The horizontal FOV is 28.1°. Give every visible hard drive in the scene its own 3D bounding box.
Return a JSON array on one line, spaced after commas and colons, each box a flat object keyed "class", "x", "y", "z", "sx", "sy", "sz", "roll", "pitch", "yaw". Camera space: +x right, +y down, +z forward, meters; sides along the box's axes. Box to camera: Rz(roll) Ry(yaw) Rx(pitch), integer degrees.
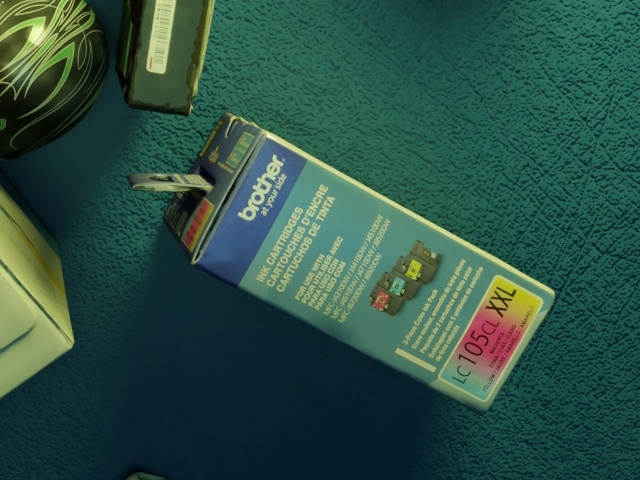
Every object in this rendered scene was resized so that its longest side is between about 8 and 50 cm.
[{"class": "hard drive", "x": -0.140, "y": -0.254, "z": 1.177, "sx": 0.064, "sy": 0.339, "sz": 0.237, "roll": 8, "pitch": 101, "yaw": -14}]

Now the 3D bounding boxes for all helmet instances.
[{"class": "helmet", "x": -0.292, "y": -0.176, "z": 1.271, "sx": 0.161, "sy": 0.169, "sz": 0.169, "roll": -40, "pitch": 107, "yaw": 19}]

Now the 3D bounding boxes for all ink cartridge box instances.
[{"class": "ink cartridge box", "x": -0.379, "y": 0.035, "z": 1.229, "sx": 0.198, "sy": 0.270, "sz": 0.197, "roll": -35, "pitch": 115, "yaw": 0}, {"class": "ink cartridge box", "x": 0.000, "y": 0.000, "z": 1.298, "sx": 0.395, "sy": 0.270, "sz": 0.151, "roll": 30, "pitch": 92, "yaw": -15}]

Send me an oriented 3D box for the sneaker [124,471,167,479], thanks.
[{"class": "sneaker", "x": -0.181, "y": 0.318, "z": 1.458, "sx": 0.134, "sy": 0.051, "sz": 0.070, "roll": 43, "pitch": 99, "yaw": -12}]
